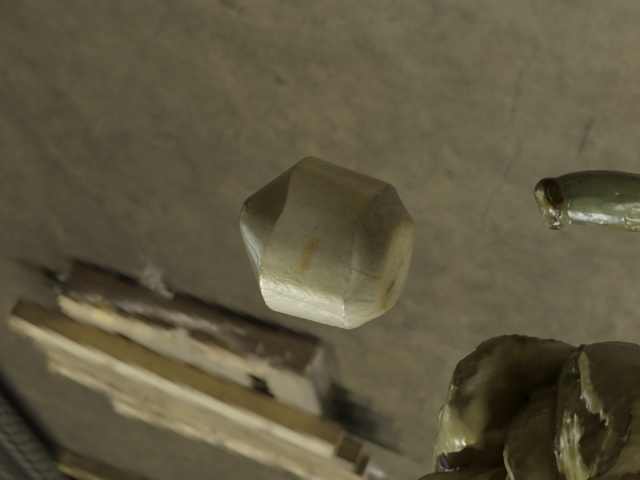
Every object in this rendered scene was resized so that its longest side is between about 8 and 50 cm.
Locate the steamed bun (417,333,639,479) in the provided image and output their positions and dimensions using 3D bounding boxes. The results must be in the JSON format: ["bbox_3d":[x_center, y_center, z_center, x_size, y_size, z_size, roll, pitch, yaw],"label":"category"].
[{"bbox_3d":[0.202,0.236,1.169,0.372,0.230,0.325,13,126,67],"label":"steamed bun"}]

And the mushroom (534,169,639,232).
[{"bbox_3d":[0.488,-0.054,2.148,0.333,0.087,0.107,5,161,3],"label":"mushroom"}]

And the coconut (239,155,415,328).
[{"bbox_3d":[0.000,0.000,1.795,0.222,0.202,0.202,16,152,19],"label":"coconut"}]
